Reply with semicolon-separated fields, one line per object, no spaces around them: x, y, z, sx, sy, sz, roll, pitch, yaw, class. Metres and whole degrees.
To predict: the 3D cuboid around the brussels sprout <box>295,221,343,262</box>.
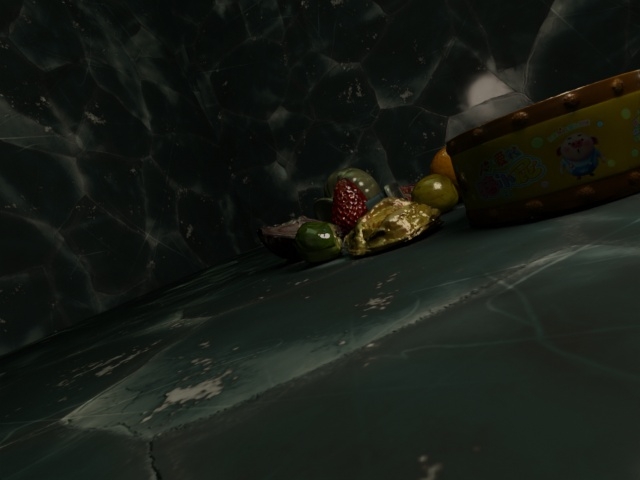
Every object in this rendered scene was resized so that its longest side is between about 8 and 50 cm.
-0.008;0.002;1.267;0.145;0.131;0.183;-14;9;2;brussels sprout

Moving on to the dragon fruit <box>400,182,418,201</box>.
0.393;-0.178;1.683;0.211;0.147;0.282;-18;6;26;dragon fruit

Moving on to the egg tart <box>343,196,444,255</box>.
0.194;-0.049;1.142;0.297;0.132;0.297;-23;9;4;egg tart

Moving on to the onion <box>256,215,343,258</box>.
-0.070;0.008;1.534;0.314;0.146;0.280;-11;23;-42;onion

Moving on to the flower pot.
0.120;-0.168;1.930;0.244;0.307;0.307;-46;18;-31;flower pot

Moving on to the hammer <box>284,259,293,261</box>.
-0.131;0.079;1.622;0.029;0.014;0.123;-11;1;-14;hammer

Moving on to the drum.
0.516;-0.194;0.915;0.431;0.214;0.431;-19;4;1;drum

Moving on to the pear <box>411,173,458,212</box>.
0.398;-0.160;1.431;0.162;0.149;0.149;-12;7;24;pear

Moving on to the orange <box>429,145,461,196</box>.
0.528;-0.265;1.544;0.219;0.219;0.193;-15;31;41;orange

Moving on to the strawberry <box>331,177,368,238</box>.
0.127;-0.136;1.652;0.205;0.244;0.205;-17;6;2;strawberry

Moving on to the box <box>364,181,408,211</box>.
0.259;-0.118;1.476;0.130;0.162;0.227;-28;1;23;box
